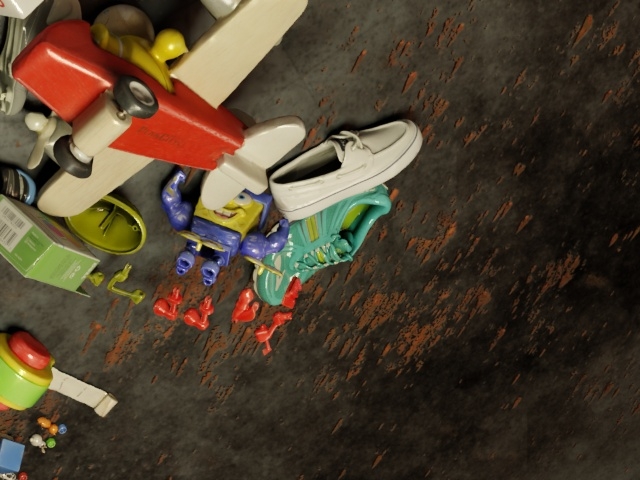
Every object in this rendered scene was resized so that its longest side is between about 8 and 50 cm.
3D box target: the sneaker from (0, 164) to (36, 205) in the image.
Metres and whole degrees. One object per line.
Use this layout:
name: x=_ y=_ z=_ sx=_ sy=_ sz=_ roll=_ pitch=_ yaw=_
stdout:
sneaker: x=-0.479 y=-0.029 z=1.903 sx=0.188 sy=0.067 sz=0.078 roll=-48 pitch=127 yaw=0

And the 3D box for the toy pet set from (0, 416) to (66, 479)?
toy pet set: x=-0.470 y=0.342 z=2.171 sx=0.114 sy=0.065 sz=0.122 roll=30 pitch=103 yaw=-42

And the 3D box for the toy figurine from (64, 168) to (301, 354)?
toy figurine: x=-0.178 y=-0.014 z=2.054 sx=0.362 sy=0.217 sz=0.191 roll=20 pitch=136 yaw=6

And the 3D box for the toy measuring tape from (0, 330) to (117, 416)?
toy measuring tape: x=-0.421 y=0.223 z=2.082 sx=0.121 sy=0.121 sz=0.330 roll=-47 pitch=133 yaw=7

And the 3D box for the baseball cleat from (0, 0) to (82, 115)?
baseball cleat: x=-0.367 y=-0.257 z=1.797 sx=0.109 sy=0.072 sz=0.206 roll=-5 pitch=127 yaw=-32

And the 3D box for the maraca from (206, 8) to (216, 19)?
maraca: x=-0.121 y=-0.362 z=1.853 sx=0.186 sy=0.099 sz=0.127 roll=54 pitch=51 yaw=-29

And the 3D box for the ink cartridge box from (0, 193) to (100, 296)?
ink cartridge box: x=-0.378 y=0.009 z=1.902 sx=0.062 sy=0.109 sz=0.209 roll=-50 pitch=162 yaw=2

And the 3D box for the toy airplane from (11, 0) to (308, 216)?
toy airplane: x=-0.209 y=-0.197 z=1.811 sx=0.386 sy=0.272 sz=0.384 roll=-19 pitch=152 yaw=-15

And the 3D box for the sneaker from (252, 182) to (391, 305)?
sneaker: x=0.000 y=0.000 z=2.180 sx=0.275 sy=0.110 sz=0.107 roll=-47 pitch=133 yaw=7

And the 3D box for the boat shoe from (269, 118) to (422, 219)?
boat shoe: x=0.040 y=-0.124 z=2.125 sx=0.258 sy=0.095 sz=0.084 roll=-32 pitch=137 yaw=-9

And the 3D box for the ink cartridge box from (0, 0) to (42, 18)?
ink cartridge box: x=-0.425 y=-0.394 z=1.544 sx=0.117 sy=0.201 sz=0.278 roll=-52 pitch=132 yaw=-20
